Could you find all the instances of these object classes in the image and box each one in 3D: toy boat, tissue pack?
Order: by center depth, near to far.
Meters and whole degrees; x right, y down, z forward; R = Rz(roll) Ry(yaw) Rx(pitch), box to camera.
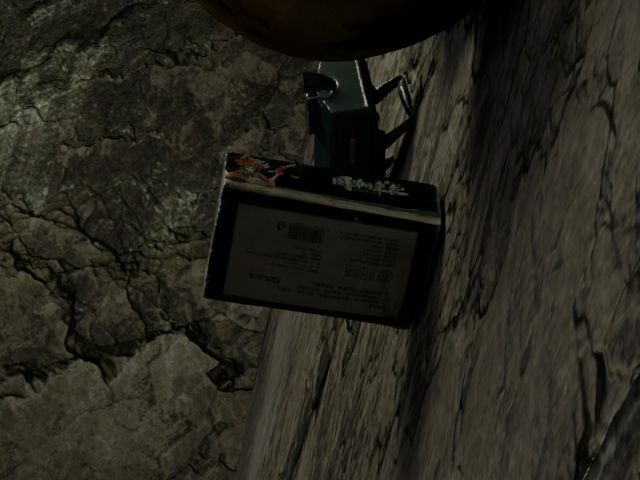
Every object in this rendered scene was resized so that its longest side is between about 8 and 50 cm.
[{"bbox_3d":[0.001,0.001,1.383,0.090,0.170,0.103,-88,9,-67],"label":"tissue pack"},{"bbox_3d":[0.038,-0.078,1.773,0.246,0.103,0.093,88,174,-47],"label":"toy boat"}]

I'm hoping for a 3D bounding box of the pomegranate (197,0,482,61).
[{"bbox_3d":[0.008,-0.287,1.315,0.322,0.322,0.322,-167,90,-86],"label":"pomegranate"}]
